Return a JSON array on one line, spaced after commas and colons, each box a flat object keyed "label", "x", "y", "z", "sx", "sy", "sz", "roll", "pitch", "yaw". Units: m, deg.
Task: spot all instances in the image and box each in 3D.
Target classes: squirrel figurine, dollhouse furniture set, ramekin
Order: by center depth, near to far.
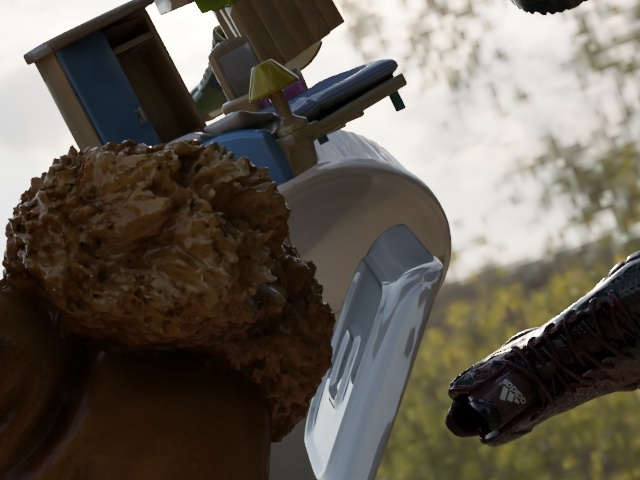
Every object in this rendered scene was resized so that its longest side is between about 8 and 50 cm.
[{"label": "squirrel figurine", "x": -0.192, "y": 0.076, "z": 1.256, "sx": 0.397, "sy": 0.281, "sz": 0.370, "roll": -48, "pitch": -54, "yaw": 2}, {"label": "dollhouse furniture set", "x": -0.061, "y": -0.162, "z": 1.662, "sx": 0.286, "sy": 0.198, "sz": 0.303, "roll": -33, "pitch": 10, "yaw": -41}, {"label": "ramekin", "x": 0.000, "y": 0.000, "z": 2.050, "sx": 0.272, "sy": 0.127, "sz": 0.273, "roll": -11, "pitch": -51, "yaw": -15}]

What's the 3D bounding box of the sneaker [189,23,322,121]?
[{"label": "sneaker", "x": -0.094, "y": -0.203, "z": 2.031, "sx": 0.192, "sy": 0.086, "sz": 0.064, "roll": -25, "pitch": 33, "yaw": 35}]

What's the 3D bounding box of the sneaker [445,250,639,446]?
[{"label": "sneaker", "x": 0.209, "y": 0.107, "z": 1.543, "sx": 0.162, "sy": 0.106, "sz": 0.281, "roll": -25, "pitch": -10, "yaw": -44}]

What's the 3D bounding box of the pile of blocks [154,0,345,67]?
[{"label": "pile of blocks", "x": -0.147, "y": -0.304, "z": 1.902, "sx": 0.362, "sy": 0.149, "sz": 0.112, "roll": 35, "pitch": -15, "yaw": -21}]

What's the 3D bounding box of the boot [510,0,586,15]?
[{"label": "boot", "x": 0.128, "y": -0.339, "z": 1.638, "sx": 0.131, "sy": 0.260, "sz": 0.348, "roll": -47, "pitch": 27, "yaw": -7}]

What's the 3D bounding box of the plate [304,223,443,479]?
[{"label": "plate", "x": 0.040, "y": 0.127, "z": 1.817, "sx": 0.045, "sy": 0.277, "sz": 0.278, "roll": 18, "pitch": 7, "yaw": -8}]
